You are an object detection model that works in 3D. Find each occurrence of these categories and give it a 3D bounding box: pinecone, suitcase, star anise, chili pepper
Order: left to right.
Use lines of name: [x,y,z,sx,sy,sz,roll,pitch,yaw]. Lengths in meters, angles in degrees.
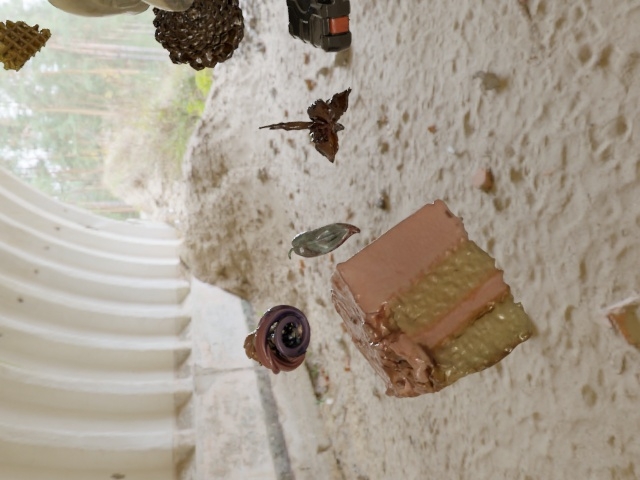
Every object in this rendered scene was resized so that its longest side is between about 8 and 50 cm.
pinecone: [-0.311,-0.571,1.545,0.292,0.246,0.246,-50,-38,-79]
star anise: [-0.024,-0.241,1.164,0.140,0.144,0.158,-23,-53,-58]
suitcase: [-0.012,-0.527,1.121,0.206,0.066,0.285,46,147,51]
chili pepper: [0.000,0.001,1.058,0.050,0.153,0.041,58,-148,-27]

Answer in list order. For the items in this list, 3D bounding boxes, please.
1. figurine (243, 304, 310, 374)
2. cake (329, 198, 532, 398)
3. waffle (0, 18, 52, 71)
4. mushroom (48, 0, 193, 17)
figurine: [-0.084,0.200,1.091,0.126,0.114,0.157,-52,0,-41]
cake: [0.194,0.129,1.130,0.306,0.293,0.314,56,167,10]
waffle: [-0.841,-0.548,1.625,0.046,0.161,0.192,-36,61,41]
mushroom: [-0.373,-0.537,1.056,0.314,0.336,0.314,-50,-22,-29]
